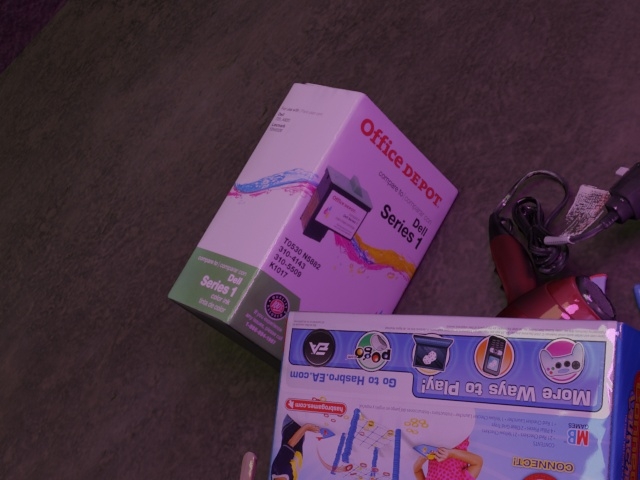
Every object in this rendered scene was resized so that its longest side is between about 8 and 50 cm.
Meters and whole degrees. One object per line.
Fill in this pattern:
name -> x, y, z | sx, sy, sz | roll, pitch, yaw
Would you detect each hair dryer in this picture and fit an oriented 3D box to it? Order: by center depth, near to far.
hair dryer -> 0.201, 0.055, 0.962 | 0.293, 0.080, 0.224 | -53, 16, -14

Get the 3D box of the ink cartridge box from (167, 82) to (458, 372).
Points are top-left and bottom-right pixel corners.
ink cartridge box -> 0.000, 0.000, 1.092 | 0.117, 0.201, 0.278 | 16, 72, 48

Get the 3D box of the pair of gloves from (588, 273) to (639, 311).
pair of gloves -> 0.275, 0.090, 0.905 | 0.198, 0.023, 0.159 | -15, 51, 35

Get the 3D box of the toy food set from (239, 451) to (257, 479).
toy food set -> 0.021, 0.258, 0.972 | 0.218, 0.071, 0.128 | -10, 71, 32

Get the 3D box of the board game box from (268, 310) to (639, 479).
board game box -> 0.101, 0.215, 0.830 | 0.308, 0.086, 0.301 | 0, 77, 34
